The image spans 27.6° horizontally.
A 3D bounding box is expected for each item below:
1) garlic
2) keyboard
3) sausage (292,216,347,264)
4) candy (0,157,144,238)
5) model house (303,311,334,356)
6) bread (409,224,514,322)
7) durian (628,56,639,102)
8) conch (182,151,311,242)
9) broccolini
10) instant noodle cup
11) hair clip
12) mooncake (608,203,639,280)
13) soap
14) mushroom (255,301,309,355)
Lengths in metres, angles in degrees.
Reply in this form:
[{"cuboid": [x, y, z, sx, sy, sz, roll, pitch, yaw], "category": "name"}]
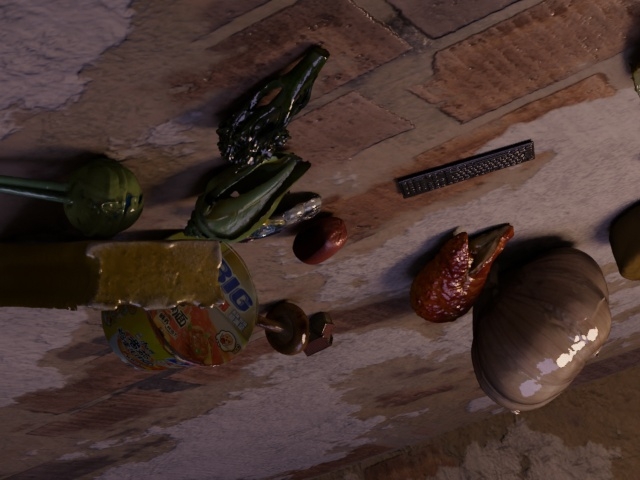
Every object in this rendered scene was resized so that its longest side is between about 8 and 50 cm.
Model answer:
[{"cuboid": [0.393, 0.156, 2.350, 0.241, 0.322, 0.322, 12, 153, -15], "category": "garlic"}, {"cuboid": [0.214, -0.102, 1.903, 0.202, 0.011, 0.067, -17, 159, 5], "category": "keyboard"}, {"cuboid": [0.000, 0.000, 1.959, 0.094, 0.059, 0.054, -36, 171, 39], "category": "sausage"}, {"cuboid": [-0.363, -0.066, 1.517, 0.336, 0.092, 0.093, 10, 124, -31], "category": "candy"}, {"cuboid": [-0.006, 0.175, 2.429, 0.083, 0.058, 0.057, -26, 157, 29], "category": "model house"}, {"cuboid": [0.236, 0.065, 2.256, 0.139, 0.095, 0.269, -13, 158, -26], "category": "bread"}, {"cuboid": [0.487, -0.187, 1.684, 0.144, 0.139, 0.252, -19, 160, 0], "category": "durian"}, {"cuboid": [-0.109, -0.053, 1.718, 0.095, 0.079, 0.201, 19, 126, -37], "category": "conch"}, {"cuboid": [-0.054, -0.148, 1.512, 0.091, 0.068, 0.202, 17, 147, -22], "category": "broccolini"}, {"cuboid": [-0.217, 0.098, 1.900, 0.205, 0.205, 0.153, 5, 163, -43], "category": "instant noodle cup"}, {"cuboid": [-0.086, -0.029, 1.852, 0.172, 0.049, 0.116, -10, 175, -37], "category": "hair clip"}, {"cuboid": [0.628, -0.004, 2.317, 0.235, 0.117, 0.235, -13, 163, -4], "category": "mooncake"}, {"cuboid": [-0.281, 0.043, 1.670, 0.199, 0.091, 0.315, 1, 179, -35], "category": "soap"}, {"cuboid": [-0.077, 0.142, 2.285, 0.129, 0.073, 0.088, 31, 122, -9], "category": "mushroom"}]
